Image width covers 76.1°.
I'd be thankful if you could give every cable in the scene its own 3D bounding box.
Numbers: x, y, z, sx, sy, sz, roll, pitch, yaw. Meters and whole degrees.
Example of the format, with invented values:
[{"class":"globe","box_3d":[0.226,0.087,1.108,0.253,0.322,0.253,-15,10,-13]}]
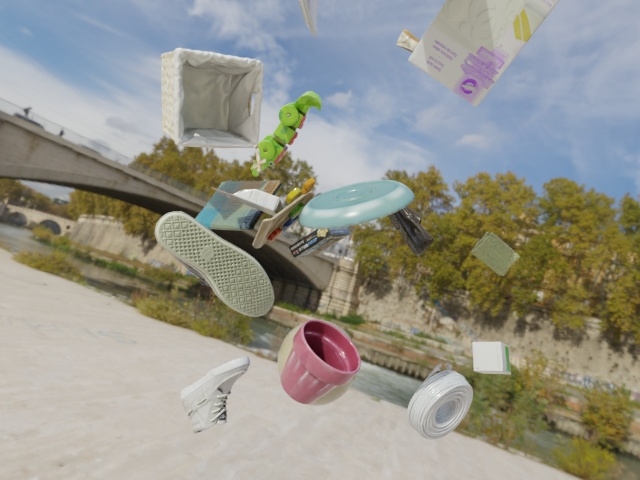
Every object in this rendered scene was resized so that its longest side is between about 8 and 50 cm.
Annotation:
[{"class":"cable","box_3d":[0.428,0.583,1.449,0.257,0.257,0.089,45,-4,-35]}]

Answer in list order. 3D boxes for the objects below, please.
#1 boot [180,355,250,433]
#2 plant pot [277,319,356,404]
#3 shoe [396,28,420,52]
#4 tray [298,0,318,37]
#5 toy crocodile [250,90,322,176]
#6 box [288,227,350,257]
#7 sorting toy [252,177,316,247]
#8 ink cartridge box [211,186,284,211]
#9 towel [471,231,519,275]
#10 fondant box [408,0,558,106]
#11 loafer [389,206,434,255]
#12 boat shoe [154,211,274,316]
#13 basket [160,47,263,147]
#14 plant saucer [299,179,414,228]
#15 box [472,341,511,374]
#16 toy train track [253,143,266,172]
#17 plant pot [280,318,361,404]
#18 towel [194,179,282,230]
[{"class":"boot","box_3d":[-0.248,0.390,1.020,0.258,0.123,0.095,-39,-24,31]},{"class":"plant pot","box_3d":[-0.018,0.424,1.353,0.284,0.284,0.191,15,3,6]},{"class":"shoe","box_3d":[0.372,-0.676,1.474,0.219,0.058,0.076,39,17,9]},{"class":"tray","box_3d":[-0.032,-0.711,1.114,0.030,0.271,0.145,-1,-15,11]},{"class":"toy crocodile","box_3d":[-0.122,-0.350,1.361,0.105,0.340,0.115,35,19,-10]},{"class":"box","box_3d":[0.000,0.000,1.573,0.175,0.051,0.220,-32,-10,20]},{"class":"sorting toy","box_3d":[-0.115,-0.089,1.441,0.041,0.229,0.307,49,-33,8]},{"class":"ink cartridge box","box_3d":[-0.251,-0.154,1.465,0.232,0.066,0.189,25,-4,2]},{"class":"towel","box_3d":[0.646,0.049,1.513,0.148,0.110,0.027,41,4,12]},{"class":"fondant box","box_3d":[0.430,-0.572,1.100,0.238,0.330,0.096,32,30,-5]},{"class":"loafer","box_3d":[0.276,-0.056,1.266,0.078,0.220,0.080,-24,-24,-5]},{"class":"boat shoe","box_3d":[-0.363,0.084,1.452,0.500,0.187,0.156,42,-12,-20]},{"class":"basket","box_3d":[-0.422,-0.541,1.575,0.331,0.328,0.266,-6,24,-32]},{"class":"plant saucer","box_3d":[0.091,-0.108,1.104,0.317,0.044,0.317,-13,19,5]},{"class":"box","box_3d":[0.593,0.408,1.420,0.102,0.101,0.087,-15,-30,40]},{"class":"toy train track","box_3d":[-0.165,-0.215,1.062,0.048,0.083,0.014,-24,-25,33]},{"class":"plant pot","box_3d":[-0.016,0.359,1.170,0.201,0.180,0.201,32,19,-13]},{"class":"towel","box_3d":[-0.354,-0.148,1.723,0.370,0.271,0.040,5,-36,38]}]
